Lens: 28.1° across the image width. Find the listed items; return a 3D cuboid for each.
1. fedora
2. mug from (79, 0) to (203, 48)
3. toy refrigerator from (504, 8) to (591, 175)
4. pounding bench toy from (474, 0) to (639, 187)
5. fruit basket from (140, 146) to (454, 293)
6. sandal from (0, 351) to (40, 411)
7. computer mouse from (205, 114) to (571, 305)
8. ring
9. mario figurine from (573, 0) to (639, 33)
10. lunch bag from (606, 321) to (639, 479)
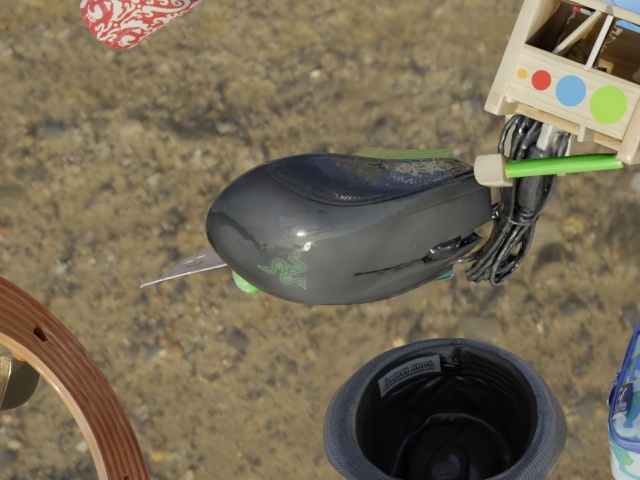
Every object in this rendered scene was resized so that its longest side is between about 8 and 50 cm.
[{"bbox_3d":[0.127,0.221,1.309,0.244,0.124,0.275,-2,32,5],"label":"fedora"},{"bbox_3d":[-0.200,-0.318,1.504,0.169,0.113,0.150,-28,64,41],"label":"mug"},{"bbox_3d":[0.306,-0.223,1.690,0.094,0.102,0.269,12,54,13],"label":"toy refrigerator"},{"bbox_3d":[0.102,-0.048,0.481,0.065,0.052,0.083,25,105,20],"label":"pounding bench toy"},{"bbox_3d":[0.000,0.000,1.489,0.353,0.327,0.165,-19,94,9],"label":"fruit basket"},{"bbox_3d":[-0.388,0.138,1.322,0.079,0.240,0.088,17,90,20],"label":"sandal"},{"bbox_3d":[0.054,-0.008,0.936,0.272,0.188,0.072,-5,48,-17],"label":"computer mouse"},{"bbox_3d":[-0.232,0.163,0.904,0.032,0.336,0.336,-30,47,20],"label":"ring"},{"bbox_3d":[0.194,-0.181,0.727,0.198,0.320,0.170,-40,20,5],"label":"mario figurine"},{"bbox_3d":[0.365,0.146,1.107,0.219,0.090,0.176,8,44,26],"label":"lunch bag"}]
